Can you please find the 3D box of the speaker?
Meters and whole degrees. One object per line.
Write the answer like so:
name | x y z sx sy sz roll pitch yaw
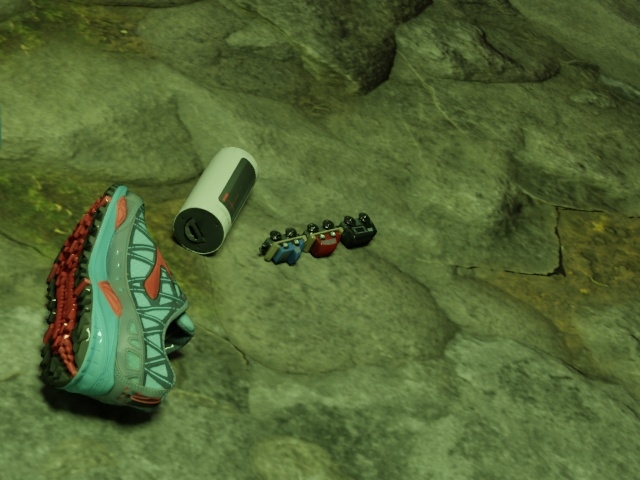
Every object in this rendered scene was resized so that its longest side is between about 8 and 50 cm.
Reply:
speaker | -0.106 -0.042 1.581 0.055 0.055 0.136 24 33 1

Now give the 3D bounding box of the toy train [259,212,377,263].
toy train | 0.000 0.000 1.613 0.158 0.027 0.036 -12 58 -42

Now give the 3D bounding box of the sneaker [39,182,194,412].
sneaker | -0.176 0.058 1.385 0.125 0.104 0.262 30 34 -23
